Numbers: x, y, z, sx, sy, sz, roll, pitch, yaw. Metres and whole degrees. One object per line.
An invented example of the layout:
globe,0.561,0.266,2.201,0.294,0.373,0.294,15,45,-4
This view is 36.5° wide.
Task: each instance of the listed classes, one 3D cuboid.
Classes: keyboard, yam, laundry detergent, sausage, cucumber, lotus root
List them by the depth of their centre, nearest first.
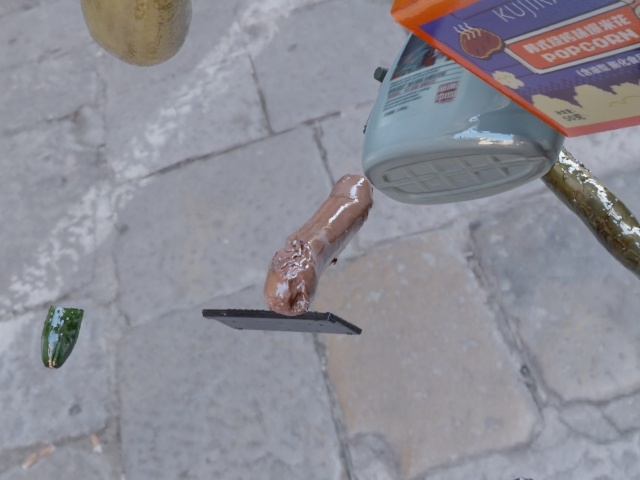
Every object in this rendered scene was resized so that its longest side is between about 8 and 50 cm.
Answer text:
laundry detergent,0.205,-0.245,1.196,0.263,0.124,0.398,-9,54,42
lotus root,-0.232,-0.304,1.219,0.130,0.303,0.146,-29,83,-16
sausage,0.001,0.000,1.273,0.078,0.078,0.304,4,29,21
yam,0.409,-0.040,1.412,0.071,0.067,0.317,10,34,-42
cucumber,-0.449,0.164,1.653,0.067,0.035,0.108,6,74,15
keyboard,-0.075,0.141,1.700,0.309,0.101,0.018,-2,68,41

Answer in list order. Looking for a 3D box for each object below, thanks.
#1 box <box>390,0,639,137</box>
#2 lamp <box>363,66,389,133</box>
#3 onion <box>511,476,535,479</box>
box,0.288,-0.301,0.840,0.319,0.256,0.348,-64,22,-11
lamp,0.095,-0.218,1.516,0.041,0.054,0.121,-16,62,53
onion,0.281,0.434,1.324,0.252,0.252,0.219,15,24,30
